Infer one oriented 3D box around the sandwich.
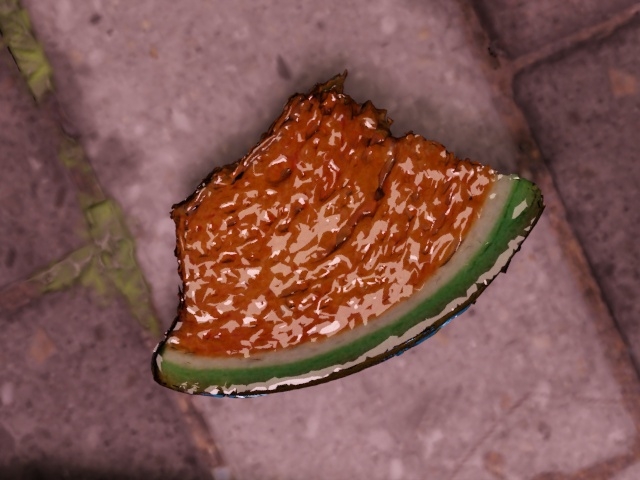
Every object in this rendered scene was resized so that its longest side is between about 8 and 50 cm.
[{"bbox_3d":[0.000,0.011,1.011,0.235,0.079,0.159,-43,85,-2],"label":"sandwich"}]
